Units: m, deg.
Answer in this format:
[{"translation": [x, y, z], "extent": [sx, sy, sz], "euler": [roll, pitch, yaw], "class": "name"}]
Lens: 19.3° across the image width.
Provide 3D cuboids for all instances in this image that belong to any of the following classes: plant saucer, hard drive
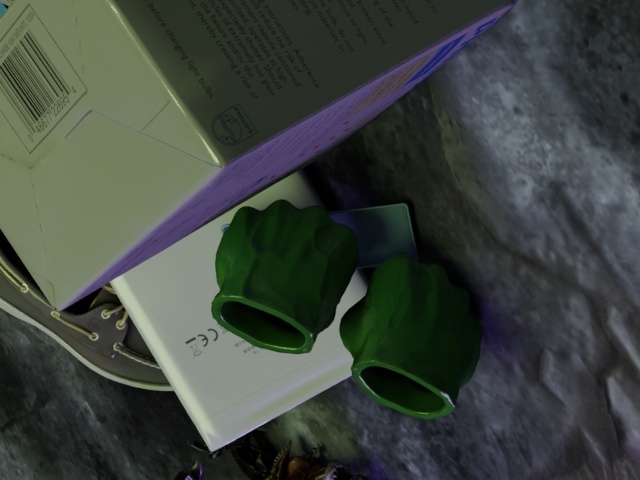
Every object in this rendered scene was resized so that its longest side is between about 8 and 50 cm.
[{"translation": [0.000, 0.000, 1.880], "extent": [0.192, 0.018, 0.067], "euler": [-7, 117, 12], "class": "plant saucer"}, {"translation": [-0.102, 0.011, 1.942], "extent": [0.233, 0.047, 0.353], "euler": [-29, 96, 9], "class": "hard drive"}]

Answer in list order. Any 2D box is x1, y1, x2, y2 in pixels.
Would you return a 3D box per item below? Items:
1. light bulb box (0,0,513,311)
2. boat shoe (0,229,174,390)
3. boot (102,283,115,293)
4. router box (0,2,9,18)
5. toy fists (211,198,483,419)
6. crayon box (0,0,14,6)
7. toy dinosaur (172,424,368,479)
[{"translation": [-0.094, -0.158, 1.658], "extent": [0.225, 0.361, 0.358], "euler": [56, 143, 1], "class": "light bulb box"}, {"translation": [-0.262, 0.074, 2.172], "extent": [0.305, 0.109, 0.091], "euler": [29, 147, -2], "class": "boat shoe"}, {"translation": [-0.126, 0.031, 2.059], "extent": [0.165, 0.213, 0.077], "euler": [60, -160, -73], "class": "boot"}, {"translation": [-0.394, -0.259, 2.175], "extent": [0.133, 0.046, 0.179], "euler": [57, 144, -4], "class": "router box"}, {"translation": [0.028, 0.062, 1.821], "extent": [0.279, 0.142, 0.096], "euler": [25, 147, -7], "class": "toy fists"}, {"translation": [-0.274, -0.332, 1.871], "extent": [0.202, 0.081, 0.318], "euler": [25, 156, -30], "class": "crayon box"}, {"translation": [-0.066, 0.317, 2.177], "extent": [0.218, 0.164, 0.322], "euler": [41, 122, -7], "class": "toy dinosaur"}]
